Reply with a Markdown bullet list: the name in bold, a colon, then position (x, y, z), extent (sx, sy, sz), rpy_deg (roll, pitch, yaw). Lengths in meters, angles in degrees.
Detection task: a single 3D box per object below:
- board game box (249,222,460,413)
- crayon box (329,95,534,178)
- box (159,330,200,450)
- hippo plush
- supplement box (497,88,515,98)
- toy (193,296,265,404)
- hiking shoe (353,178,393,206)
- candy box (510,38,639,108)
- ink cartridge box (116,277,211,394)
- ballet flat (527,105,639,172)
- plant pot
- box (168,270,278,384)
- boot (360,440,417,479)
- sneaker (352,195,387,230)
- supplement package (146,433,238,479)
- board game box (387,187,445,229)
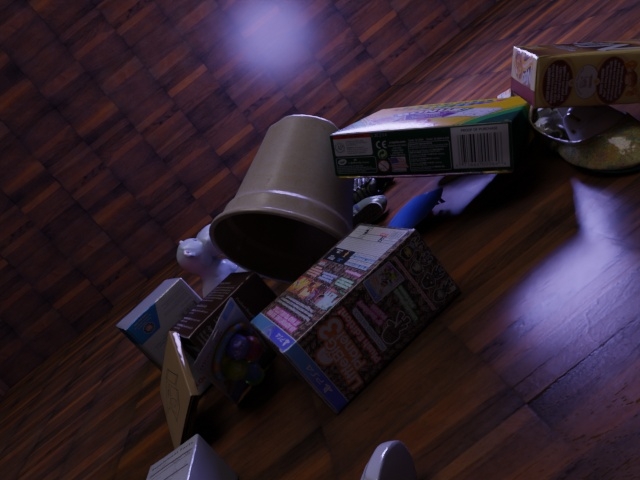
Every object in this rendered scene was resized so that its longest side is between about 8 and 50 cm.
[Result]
- **board game box**: position (0.051, 0.118, 1.033), extent (0.291, 0.141, 0.232), rpy_deg (-42, 16, -11)
- **crayon box**: position (0.250, -0.226, 1.267), extent (0.363, 0.106, 0.313), rpy_deg (1, 22, 27)
- **box**: position (-0.285, 0.305, 1.178), extent (0.201, 0.021, 0.164), rpy_deg (49, 130, 52)
- **hippo plush**: position (-0.347, 0.077, 1.870), extent (0.294, 0.236, 0.234), rpy_deg (-41, 16, -8)
- **supplement box**: position (0.454, -0.299, 1.385), extent (0.036, 0.098, 0.062), rpy_deg (-30, 17, 30)
- **toy**: position (-0.146, 0.220, 1.111), extent (0.056, 0.237, 0.136), rpy_deg (17, 64, 18)
- **hiking shoe**: position (0.123, -0.150, 1.736), extent (0.227, 0.086, 0.114), rpy_deg (-40, 12, -7)
- **candy box**: position (0.497, -0.283, 0.982), extent (0.317, 0.087, 0.183), rpy_deg (-1, 22, 6)
- **ink cartridge box**: position (-0.335, 0.231, 1.417), extent (0.171, 0.232, 0.168), rpy_deg (-46, 15, -23)
- **ballet flat**: position (0.467, -0.205, 1.063), extent (0.123, 0.123, 0.348), rpy_deg (-36, 16, 8)
- **plant pot**: position (-0.049, -0.104, 1.354), extent (0.334, 0.334, 0.305), rpy_deg (-21, 47, 48)
- **box**: position (-0.189, 0.195, 1.304), extent (0.203, 0.168, 0.167), rpy_deg (-45, 16, -24)
- **boot**: position (0.020, 0.322, 0.603), extent (0.124, 0.095, 0.258), rpy_deg (-21, 23, 30)
- **sneaker**: position (0.104, -0.067, 1.601), extent (0.192, 0.064, 0.086), rpy_deg (-26, 12, 37)
- **supplement package**: position (-0.198, 0.397, 0.870), extent (0.105, 0.105, 0.179), rpy_deg (-37, 15, 8)
- **board game box**: position (0.221, -0.054, 1.349), extent (0.133, 0.033, 0.169), rpy_deg (-51, 14, -23)
